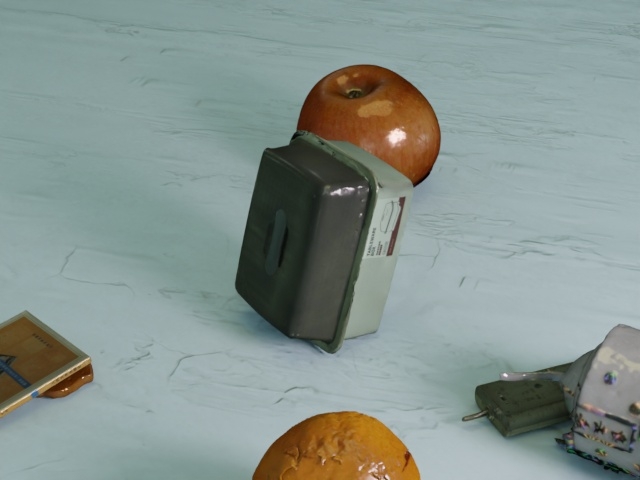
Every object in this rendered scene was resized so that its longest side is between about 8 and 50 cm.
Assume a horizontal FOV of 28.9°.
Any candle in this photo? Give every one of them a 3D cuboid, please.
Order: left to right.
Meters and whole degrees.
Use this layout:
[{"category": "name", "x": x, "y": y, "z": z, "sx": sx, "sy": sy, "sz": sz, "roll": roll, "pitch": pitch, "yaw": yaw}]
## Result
[{"category": "candle", "x": 0.395, "y": 0.202, "z": 1.554, "sx": 0.330, "sy": 0.187, "sz": 0.187, "roll": 18, "pitch": 34, "yaw": 29}]

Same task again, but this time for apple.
[{"category": "apple", "x": 0.081, "y": -0.197, "z": 2.230, "sx": 0.252, "sy": 0.206, "sz": 0.272, "roll": -12, "pitch": 33, "yaw": -14}]

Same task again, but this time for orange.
[{"category": "orange", "x": 0.018, "y": 0.285, "z": 1.403, "sx": 0.193, "sy": 0.193, "sz": 0.161, "roll": 2, "pitch": 15, "yaw": 3}]

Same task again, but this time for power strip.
[{"category": "power strip", "x": 0.310, "y": 0.211, "z": 1.684, "sx": 0.268, "sy": 0.034, "sz": 0.092, "roll": -11, "pitch": 32, "yaw": -20}]

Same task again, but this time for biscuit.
[{"category": "biscuit", "x": -0.380, "y": 0.186, "z": 1.731, "sx": 0.130, "sy": 0.019, "sz": 0.102, "roll": -1, "pitch": 33, "yaw": 1}]

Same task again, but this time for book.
[{"category": "book", "x": -0.459, "y": 0.187, "z": 1.699, "sx": 0.242, "sy": 0.018, "sz": 0.170, "roll": -32, "pitch": 42, "yaw": -32}]

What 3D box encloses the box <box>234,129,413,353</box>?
[{"category": "box", "x": 0.000, "y": 0.000, "z": 1.805, "sx": 0.166, "sy": 0.290, "sz": 0.220, "roll": -4, "pitch": 26, "yaw": -36}]
